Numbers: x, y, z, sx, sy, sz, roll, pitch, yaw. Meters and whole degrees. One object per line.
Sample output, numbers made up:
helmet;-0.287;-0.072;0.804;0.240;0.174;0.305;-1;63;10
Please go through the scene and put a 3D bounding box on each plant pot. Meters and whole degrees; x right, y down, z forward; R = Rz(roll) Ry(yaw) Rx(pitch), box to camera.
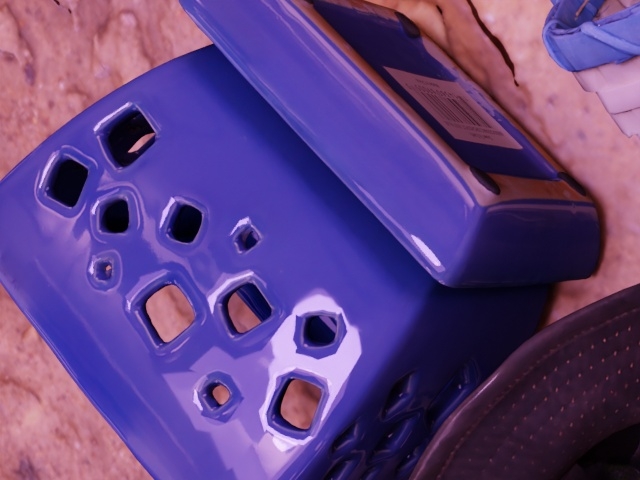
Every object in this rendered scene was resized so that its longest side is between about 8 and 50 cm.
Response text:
plant pot;0.000;0.000;0.816;0.236;0.236;0.212;47;110;21

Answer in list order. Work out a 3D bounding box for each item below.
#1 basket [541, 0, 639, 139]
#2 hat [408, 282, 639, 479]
basket;0.197;-0.157;0.661;0.255;0.201;0.289;-20;115;32
hat;0.150;0.150;0.761;0.134;0.331;0.331;-134;55;-64
